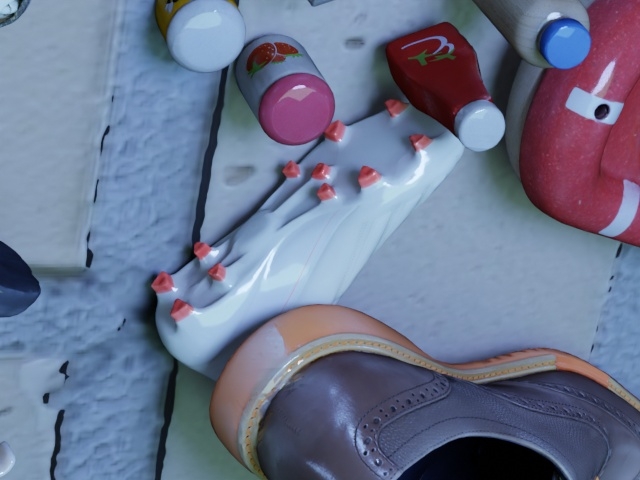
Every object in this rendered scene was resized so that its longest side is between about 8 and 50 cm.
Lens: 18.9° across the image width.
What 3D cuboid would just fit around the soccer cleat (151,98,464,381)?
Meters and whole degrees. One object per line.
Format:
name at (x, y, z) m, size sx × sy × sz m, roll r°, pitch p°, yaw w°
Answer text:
soccer cleat at (0.000, 0.000, 1.012) m, size 0.196 × 0.068 × 0.076 m, roll -37°, pitch 130°, yaw 5°

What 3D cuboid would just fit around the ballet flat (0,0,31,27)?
ballet flat at (-0.184, -0.103, 0.883) m, size 0.114 × 0.041 × 0.041 m, roll -21°, pitch 122°, yaw -14°

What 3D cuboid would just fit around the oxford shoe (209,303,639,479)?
oxford shoe at (0.102, 0.137, 1.064) m, size 0.363 × 0.133 × 0.130 m, roll 13°, pitch 111°, yaw -45°

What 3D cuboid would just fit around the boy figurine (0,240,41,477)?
boy figurine at (-0.245, 0.123, 0.943) m, size 0.177 × 0.092 × 0.285 m, roll 17°, pitch 104°, yaw -34°

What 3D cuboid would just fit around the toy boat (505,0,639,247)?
toy boat at (0.215, -0.050, 1.031) m, size 0.231 × 0.151 × 0.151 m, roll 15°, pitch 108°, yaw -31°

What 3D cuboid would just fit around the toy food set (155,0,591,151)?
toy food set at (0.044, -0.105, 0.935) m, size 0.232 × 0.104 × 0.111 m, roll -18°, pitch 124°, yaw -8°
